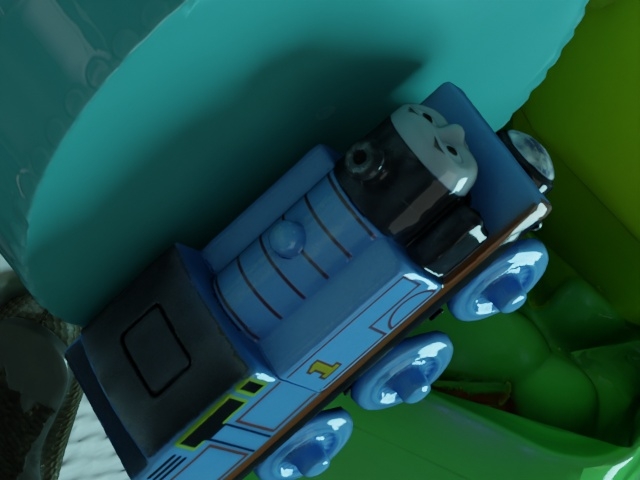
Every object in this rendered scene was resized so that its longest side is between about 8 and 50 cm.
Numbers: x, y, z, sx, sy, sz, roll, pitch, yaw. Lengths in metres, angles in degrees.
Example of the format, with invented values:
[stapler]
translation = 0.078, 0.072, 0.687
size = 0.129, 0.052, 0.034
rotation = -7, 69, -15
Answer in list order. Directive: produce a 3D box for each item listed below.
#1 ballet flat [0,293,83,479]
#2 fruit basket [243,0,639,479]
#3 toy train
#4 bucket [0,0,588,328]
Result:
[ballet flat]
translation = -0.185, 0.109, 1.018
size = 0.250, 0.084, 0.058
rotation = 115, 0, -45
[fruit basket]
translation = 0.120, -0.020, 0.812
size = 0.392, 0.283, 0.392
rotation = -46, 148, -40
[toy train]
translation = 0.001, 0.021, 0.603
size = 0.184, 0.080, 0.105
rotation = -41, 151, 15
[bucket]
translation = -0.045, -0.111, 0.616
size = 0.281, 0.183, 0.281
rotation = -30, 157, -14
